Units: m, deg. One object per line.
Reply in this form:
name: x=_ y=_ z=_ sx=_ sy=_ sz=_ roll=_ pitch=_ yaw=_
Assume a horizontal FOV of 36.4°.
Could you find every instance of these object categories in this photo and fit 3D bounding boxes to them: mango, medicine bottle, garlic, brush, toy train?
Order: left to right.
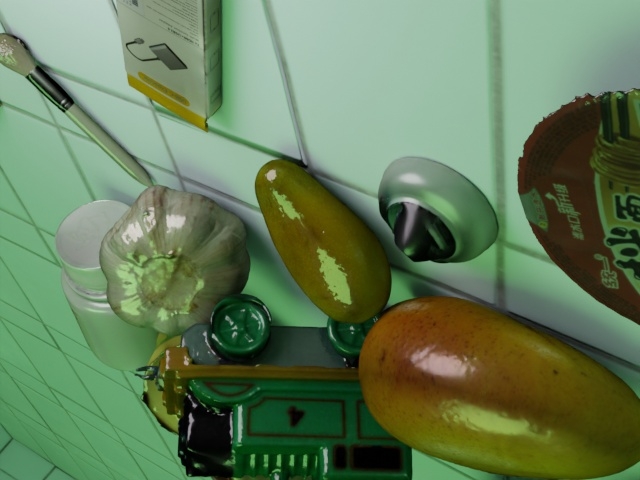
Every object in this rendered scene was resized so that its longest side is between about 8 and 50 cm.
brush: x=-0.342 y=-0.180 z=1.368 sx=0.299 sy=0.042 sz=0.039 roll=43 pitch=151 yaw=-17
medicine bottle: x=-0.328 y=0.076 z=1.582 sx=0.170 sy=0.170 sz=0.293 roll=26 pitch=150 yaw=22
garlic: x=-0.201 y=0.011 z=1.373 sx=0.218 sy=0.219 sz=0.212 roll=48 pitch=-168 yaw=-18
toy train: x=-0.030 y=0.221 z=1.279 sx=0.429 sy=0.249 sz=0.178 roll=2 pitch=151 yaw=-6
mango: x=0.000 y=0.000 z=1.161 sx=0.227 sy=0.099 sz=0.136 roll=53 pitch=154 yaw=-10
mango: x=0.200 y=0.177 z=1.094 sx=0.350 sy=0.199 sz=0.201 roll=14 pitch=105 yaw=40

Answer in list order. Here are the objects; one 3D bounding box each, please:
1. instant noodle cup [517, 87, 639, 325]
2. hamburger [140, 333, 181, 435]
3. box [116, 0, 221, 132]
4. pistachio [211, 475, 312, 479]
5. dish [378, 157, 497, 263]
instant noodle cup: x=0.293 y=-0.035 z=0.759 sx=0.274 sy=0.090 sz=0.274 roll=28 pitch=150 yaw=18
hamburger: x=-0.171 y=0.205 z=1.578 sx=0.237 sy=0.149 sz=0.237 roll=4 pitch=123 yaw=6
box: x=-0.169 y=-0.231 z=1.079 sx=0.129 sy=0.033 sz=0.247 roll=31 pitch=152 yaw=12
pistachio: x=-0.118 y=0.394 z=1.819 sx=0.288 sy=0.197 sz=0.166 roll=42 pitch=128 yaw=24
dish: x=0.107 y=-0.011 z=1.032 sx=0.141 sy=0.078 sz=0.141 roll=29 pitch=152 yaw=18
